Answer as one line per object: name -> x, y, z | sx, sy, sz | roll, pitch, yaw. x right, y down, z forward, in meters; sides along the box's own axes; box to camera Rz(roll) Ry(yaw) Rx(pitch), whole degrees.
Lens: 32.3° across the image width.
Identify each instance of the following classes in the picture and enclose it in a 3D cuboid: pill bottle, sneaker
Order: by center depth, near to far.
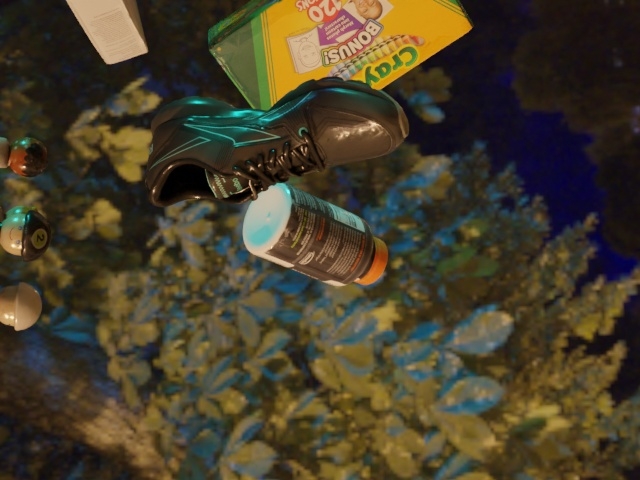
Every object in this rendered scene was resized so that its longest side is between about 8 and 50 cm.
sneaker -> -0.046, -0.080, 1.047 | 0.101, 0.267, 0.106 | 61, -147, -43
pill bottle -> 0.000, 0.000, 1.874 | 0.246, 0.130, 0.130 | 23, -120, -35

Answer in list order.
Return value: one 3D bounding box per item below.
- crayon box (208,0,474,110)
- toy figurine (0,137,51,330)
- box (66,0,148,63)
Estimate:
crayon box -> 0.022, -0.257, 1.346 | 0.165, 0.278, 0.081 | 52, -169, -27
toy figurine -> -0.401, -0.016, 1.343 | 0.213, 0.148, 0.209 | 108, 162, -44
box -> -0.268, -0.380, 1.168 | 0.232, 0.059, 0.322 | 73, -178, -69
